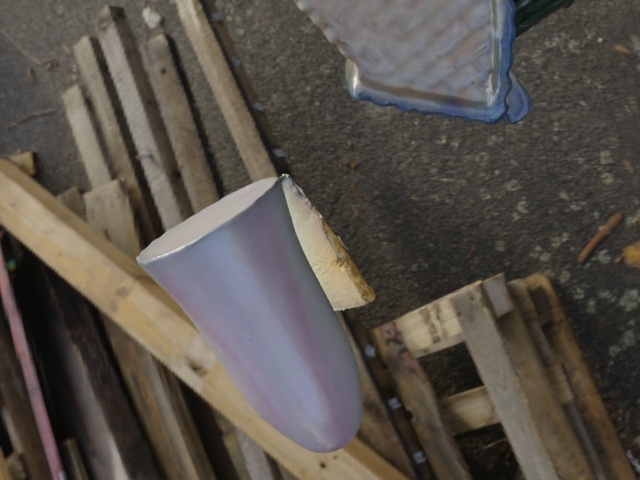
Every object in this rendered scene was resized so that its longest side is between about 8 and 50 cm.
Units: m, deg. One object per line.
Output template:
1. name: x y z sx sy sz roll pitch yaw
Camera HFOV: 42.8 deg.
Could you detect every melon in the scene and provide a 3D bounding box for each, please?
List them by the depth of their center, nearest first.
1. melon: 0.000 0.003 0.995 0.182 0.054 0.098 57 168 1

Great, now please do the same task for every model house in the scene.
1. model house: 0.190 -0.375 1.106 0.445 0.395 0.400 -39 100 9

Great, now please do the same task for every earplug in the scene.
1. earplug: -0.046 0.101 0.893 0.172 0.172 0.301 -20 107 35
